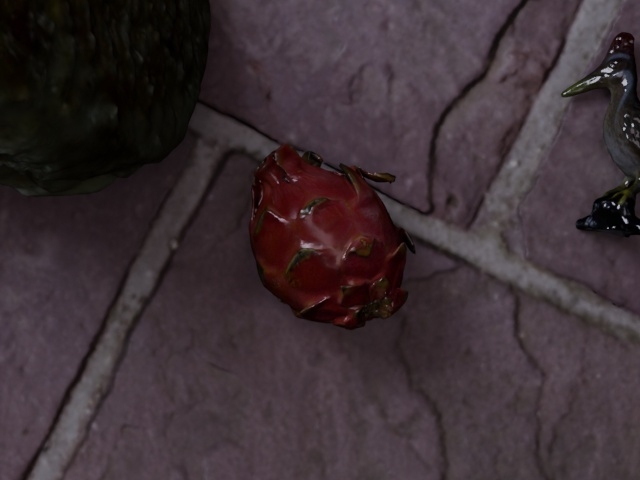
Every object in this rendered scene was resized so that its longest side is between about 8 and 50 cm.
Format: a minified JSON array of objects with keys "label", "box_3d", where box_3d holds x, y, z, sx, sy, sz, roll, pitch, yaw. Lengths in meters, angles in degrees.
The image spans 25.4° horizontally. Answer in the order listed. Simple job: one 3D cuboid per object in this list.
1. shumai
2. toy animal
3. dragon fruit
[{"label":"shumai","box_3d":[-0.294,-0.192,1.084,0.348,0.395,0.395,-10,92,24]},{"label":"toy animal","box_3d":[0.270,-0.078,1.218,0.105,0.070,0.202,-9,86,-12]},{"label":"dragon fruit","box_3d":[0.000,0.000,1.176,0.166,0.133,0.136,52,47,-3]}]
